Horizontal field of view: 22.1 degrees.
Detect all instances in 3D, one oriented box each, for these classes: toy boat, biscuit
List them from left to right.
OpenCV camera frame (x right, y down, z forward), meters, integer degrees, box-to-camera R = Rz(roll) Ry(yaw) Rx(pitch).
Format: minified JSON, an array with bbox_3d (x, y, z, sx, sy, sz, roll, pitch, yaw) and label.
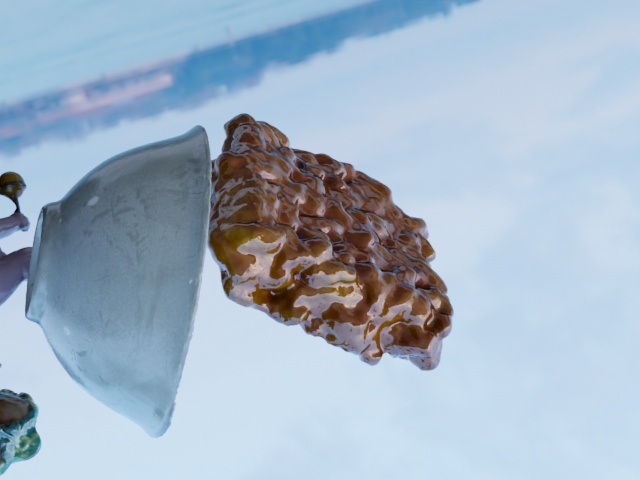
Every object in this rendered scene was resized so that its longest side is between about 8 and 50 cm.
[{"bbox_3d":[-0.388,0.212,1.831,0.108,0.099,0.293,-62,-163,-17],"label":"toy boat"},{"bbox_3d":[0.000,0.000,1.909,0.110,0.312,0.318,-55,-159,24],"label":"biscuit"}]

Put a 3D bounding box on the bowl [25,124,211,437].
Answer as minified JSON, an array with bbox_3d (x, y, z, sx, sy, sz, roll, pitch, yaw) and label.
[{"bbox_3d":[-0.208,0.032,1.596,0.146,0.313,0.313,7,-178,-13],"label":"bowl"}]

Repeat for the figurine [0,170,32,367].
[{"bbox_3d":[-0.394,-0.003,1.747,0.176,0.287,0.186,-37,-172,47],"label":"figurine"}]
